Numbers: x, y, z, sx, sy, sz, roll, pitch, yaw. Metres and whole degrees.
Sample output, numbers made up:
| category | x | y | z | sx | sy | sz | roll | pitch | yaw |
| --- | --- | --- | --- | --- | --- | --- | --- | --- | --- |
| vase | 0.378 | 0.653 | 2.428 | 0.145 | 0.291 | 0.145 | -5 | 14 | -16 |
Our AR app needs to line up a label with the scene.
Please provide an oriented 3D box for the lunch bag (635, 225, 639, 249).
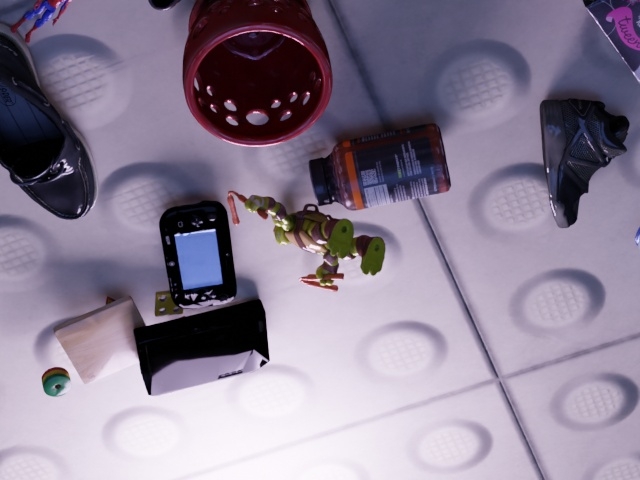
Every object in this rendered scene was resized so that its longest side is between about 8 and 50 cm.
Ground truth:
| category | x | y | z | sx | sy | sz | roll | pitch | yaw |
| --- | --- | --- | --- | --- | --- | --- | --- | --- | --- |
| lunch bag | 0.625 | -0.007 | 2.077 | 0.219 | 0.090 | 0.176 | 15 | 129 | -19 |

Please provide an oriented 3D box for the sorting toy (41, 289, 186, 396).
| category | x | y | z | sx | sy | sz | roll | pitch | yaw |
| --- | --- | --- | --- | --- | --- | --- | --- | --- | --- |
| sorting toy | -0.338 | 0.147 | 2.130 | 0.274 | 0.046 | 0.132 | -23 | 132 | -3 |

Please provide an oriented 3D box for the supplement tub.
| category | x | y | z | sx | sy | sz | roll | pitch | yaw |
| --- | --- | --- | --- | --- | --- | --- | --- | --- | --- |
| supplement tub | 0.085 | -0.103 | 1.924 | 0.198 | 0.106 | 0.106 | -11 | 132 | 4 |

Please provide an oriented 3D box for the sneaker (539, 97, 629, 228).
| category | x | y | z | sx | sy | sz | roll | pitch | yaw |
| --- | --- | --- | --- | --- | --- | --- | --- | --- | --- |
| sneaker | 0.395 | -0.113 | 1.960 | 0.130 | 0.087 | 0.227 | -5 | 127 | 6 |

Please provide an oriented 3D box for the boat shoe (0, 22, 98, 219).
| category | x | y | z | sx | sy | sz | roll | pitch | yaw |
| --- | --- | --- | --- | --- | --- | --- | --- | --- | --- |
| boat shoe | -0.403 | -0.135 | 1.836 | 0.127 | 0.113 | 0.340 | -11 | 132 | 3 |

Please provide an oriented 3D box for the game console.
| category | x | y | z | sx | sy | sz | roll | pitch | yaw |
| --- | --- | --- | --- | --- | --- | --- | --- | --- | --- |
| game console | -0.197 | 0.090 | 2.082 | 0.213 | 0.044 | 0.361 | -14 | 130 | -12 |

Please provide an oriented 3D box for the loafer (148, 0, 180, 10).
| category | x | y | z | sx | sy | sz | roll | pitch | yaw |
| --- | --- | --- | --- | --- | --- | --- | --- | --- | --- |
| loafer | -0.135 | -0.390 | 1.598 | 0.109 | 0.095 | 0.302 | 29 | 141 | -9 |

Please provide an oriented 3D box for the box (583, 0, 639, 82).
| category | x | y | z | sx | sy | sz | roll | pitch | yaw |
| --- | --- | --- | --- | --- | --- | --- | --- | --- | --- |
| box | 0.461 | -0.304 | 1.759 | 0.163 | 0.142 | 0.247 | -31 | 127 | 20 |

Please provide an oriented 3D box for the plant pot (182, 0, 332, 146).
| category | x | y | z | sx | sy | sz | roll | pitch | yaw |
| --- | --- | --- | --- | --- | --- | --- | --- | --- | --- |
| plant pot | -0.084 | -0.247 | 1.730 | 0.191 | 0.174 | 0.191 | -3 | 132 | -3 |

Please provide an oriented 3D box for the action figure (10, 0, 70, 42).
| category | x | y | z | sx | sy | sz | roll | pitch | yaw |
| --- | --- | --- | --- | --- | --- | --- | --- | --- | --- |
| action figure | -0.361 | -0.307 | 1.747 | 0.115 | 0.030 | 0.038 | -39 | 119 | 23 |

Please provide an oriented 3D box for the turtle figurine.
| category | x | y | z | sx | sy | sz | roll | pitch | yaw |
| --- | --- | --- | --- | --- | --- | --- | --- | --- | --- |
| turtle figurine | 0.000 | 0.000 | 1.979 | 0.269 | 0.217 | 0.087 | 46 | 69 | -34 |
